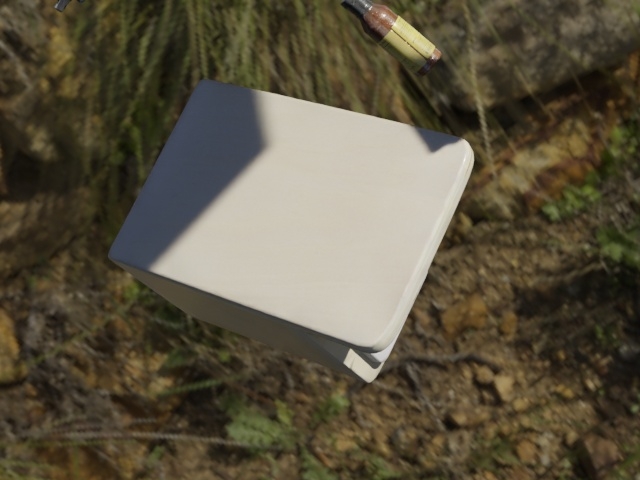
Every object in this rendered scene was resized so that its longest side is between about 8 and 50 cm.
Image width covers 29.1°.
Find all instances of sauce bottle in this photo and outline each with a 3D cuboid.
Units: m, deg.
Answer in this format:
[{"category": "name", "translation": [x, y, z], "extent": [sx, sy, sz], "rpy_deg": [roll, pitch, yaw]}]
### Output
[{"category": "sauce bottle", "translation": [0.080, -0.241, 1.418], "extent": [0.042, 0.128, 0.042], "rpy_deg": [-47, 12, 13]}]

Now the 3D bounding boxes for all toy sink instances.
[{"category": "toy sink", "translation": [0.000, 0.000, 0.866], "extent": [0.234, 0.131, 0.152], "rpy_deg": [16, 74, 33]}]

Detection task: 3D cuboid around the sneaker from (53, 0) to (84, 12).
[{"category": "sneaker", "translation": [-0.231, -0.312, 1.303], "extent": [0.235, 0.094, 0.153], "rpy_deg": [6, 79, 18]}]
